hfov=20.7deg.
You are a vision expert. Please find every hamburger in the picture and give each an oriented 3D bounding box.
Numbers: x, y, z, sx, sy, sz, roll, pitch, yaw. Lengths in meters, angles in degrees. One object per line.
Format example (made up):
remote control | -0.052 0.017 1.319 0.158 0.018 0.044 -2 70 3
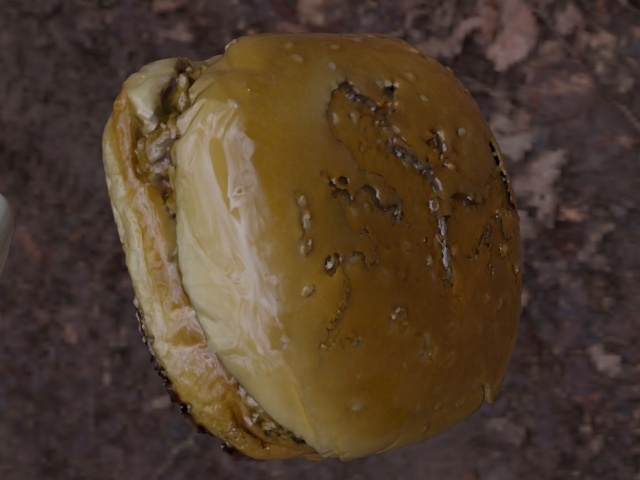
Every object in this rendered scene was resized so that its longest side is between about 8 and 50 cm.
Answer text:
hamburger | 0.005 0.003 1.167 0.174 0.304 0.284 -16 85 41

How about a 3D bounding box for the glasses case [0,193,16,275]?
glasses case | -0.352 0.045 1.670 0.081 0.051 0.204 14 74 23
